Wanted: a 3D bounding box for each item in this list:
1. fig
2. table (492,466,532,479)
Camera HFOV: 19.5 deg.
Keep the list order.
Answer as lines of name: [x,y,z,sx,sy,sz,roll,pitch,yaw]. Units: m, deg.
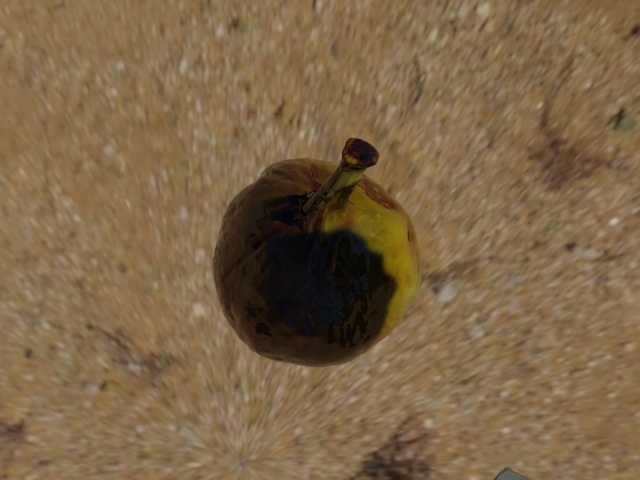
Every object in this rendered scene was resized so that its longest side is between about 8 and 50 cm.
fig: [0.005,-0.025,1.585,0.190,0.290,0.191,4,44,-4]
table: [0.150,0.263,1.592,0.043,0.133,0.133,25,82,19]
